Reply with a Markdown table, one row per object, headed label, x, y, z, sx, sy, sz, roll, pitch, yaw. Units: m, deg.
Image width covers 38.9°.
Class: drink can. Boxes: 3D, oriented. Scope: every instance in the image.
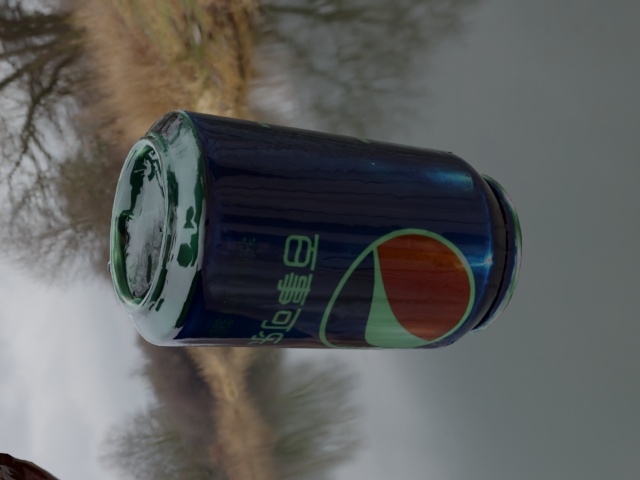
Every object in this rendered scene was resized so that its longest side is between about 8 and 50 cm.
| label | x | y | z | sx | sy | sz | roll | pitch | yaw |
| --- | --- | --- | --- | --- | --- | --- | --- | --- | --- |
| drink can | 0.000 | 0.000 | 0.481 | 0.118 | 0.205 | 0.118 | -11 | 77 | 60 |

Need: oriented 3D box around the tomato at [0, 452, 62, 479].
| label | x | y | z | sx | sy | sz | roll | pitch | yaw |
| --- | --- | --- | --- | --- | --- | --- | --- | --- | --- |
| tomato | -0.079 | 0.193 | 0.321 | 0.233 | 0.139 | 0.200 | 34 | 163 | 14 |
